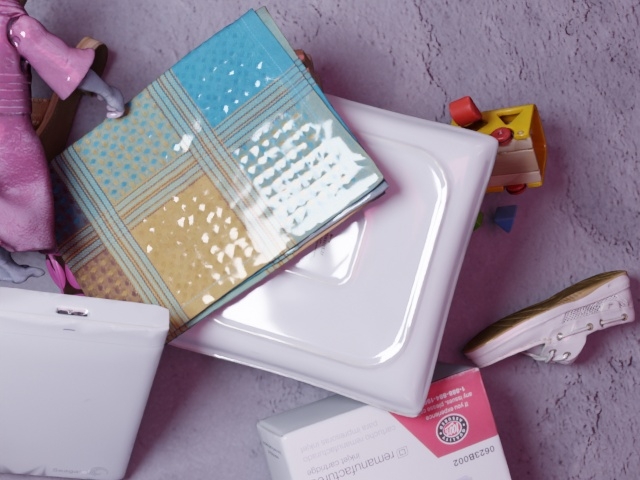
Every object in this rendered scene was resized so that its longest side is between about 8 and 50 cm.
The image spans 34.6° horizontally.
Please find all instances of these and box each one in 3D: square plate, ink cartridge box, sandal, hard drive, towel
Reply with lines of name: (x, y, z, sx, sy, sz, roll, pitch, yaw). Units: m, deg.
square plate: (0.000, 0.000, 1.213, 0.344, 0.049, 0.347, 16, 92, 5)
ink cartridge box: (0.112, 0.382, 1.328, 0.279, 0.160, 0.385, -17, 91, -16)
sandal: (-0.356, -0.155, 1.281, 0.079, 0.088, 0.240, 25, 80, 10)
hard drive: (-0.301, 0.173, 1.171, 0.203, 0.307, 0.040, 8, 45, -15)
towel: (-0.141, -0.064, 1.187, 0.370, 0.040, 0.271, -35, 78, 10)

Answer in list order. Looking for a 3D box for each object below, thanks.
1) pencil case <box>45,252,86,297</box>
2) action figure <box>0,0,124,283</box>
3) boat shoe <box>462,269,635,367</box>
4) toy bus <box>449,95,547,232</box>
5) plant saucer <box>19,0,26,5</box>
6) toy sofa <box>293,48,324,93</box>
pencil case: (-0.236, 0.019, 1.290, 0.209, 0.095, 0.098, -13, 95, -14)
action figure: (-0.377, -0.151, 1.106, 0.248, 0.275, 0.370, 7, 99, 18)
boat shoe: (0.332, 0.131, 1.439, 0.277, 0.098, 0.096, -22, 92, -17)
toy bus: (0.212, -0.124, 1.410, 0.202, 0.191, 0.104, 28, 45, -7)
plant saucer: (-0.509, -0.366, 1.257, 0.310, 0.050, 0.311, 1, 86, -17)
toy sofa: (-0.054, -0.054, 1.331, 0.150, 0.177, 0.363, -10, 90, 6)
